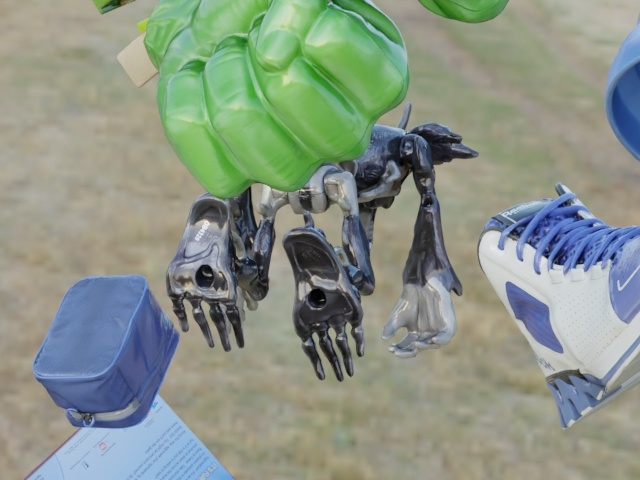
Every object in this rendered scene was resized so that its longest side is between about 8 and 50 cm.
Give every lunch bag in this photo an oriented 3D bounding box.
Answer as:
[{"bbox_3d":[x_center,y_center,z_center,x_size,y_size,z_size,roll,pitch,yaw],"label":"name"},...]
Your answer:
[{"bbox_3d":[-0.137,0.078,1.287,0.067,0.065,0.098,0,50,30],"label":"lunch bag"}]

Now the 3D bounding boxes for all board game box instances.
[{"bbox_3d":[-0.173,0.228,1.576,0.145,0.027,0.281,48,36,-1],"label":"board game box"}]

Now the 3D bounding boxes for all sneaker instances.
[{"bbox_3d":[0.213,0.030,1.613,0.127,0.182,0.315,-32,-13,-20],"label":"sneaker"}]

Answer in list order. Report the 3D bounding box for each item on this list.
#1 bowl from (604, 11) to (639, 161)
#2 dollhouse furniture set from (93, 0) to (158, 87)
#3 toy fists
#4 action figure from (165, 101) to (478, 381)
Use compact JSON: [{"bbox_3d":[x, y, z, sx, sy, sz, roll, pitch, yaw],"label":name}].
[{"bbox_3d":[0.392,-0.093,1.348,0.391,0.077,0.391,12,-16,4],"label":"bowl"},{"bbox_3d":[-0.073,-0.104,1.190,0.058,0.151,0.076,-34,1,39],"label":"dollhouse furniture set"},{"bbox_3d":[0.023,-0.140,1.018,0.096,0.279,0.142,40,11,-43],"label":"toy fists"},{"bbox_3d":[0.000,0.000,1.190,0.164,0.141,0.275,6,20,15],"label":"action figure"}]
